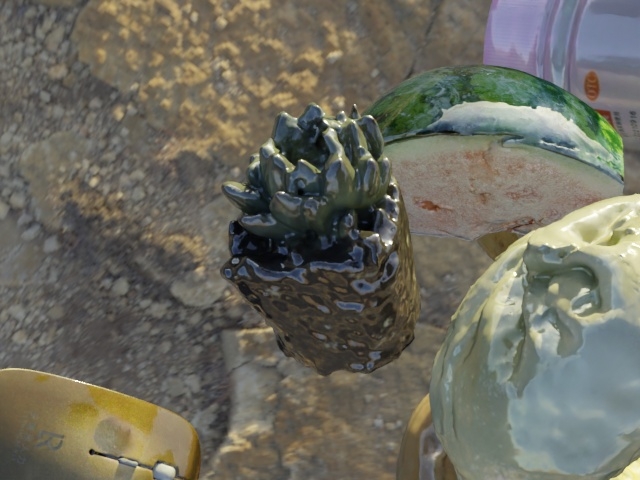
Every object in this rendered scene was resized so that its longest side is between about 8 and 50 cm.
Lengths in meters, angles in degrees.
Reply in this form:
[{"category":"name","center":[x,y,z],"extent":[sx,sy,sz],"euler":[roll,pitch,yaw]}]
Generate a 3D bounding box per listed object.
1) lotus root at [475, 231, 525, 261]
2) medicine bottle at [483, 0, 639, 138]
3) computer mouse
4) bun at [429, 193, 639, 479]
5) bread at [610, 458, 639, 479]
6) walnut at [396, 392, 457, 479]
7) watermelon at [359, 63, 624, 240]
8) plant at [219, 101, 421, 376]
[{"category":"lotus root","center":[0.254,-0.032,1.469],"extent":[0.125,0.118,0.221],"euler":[-18,50,-17]},{"category":"medicine bottle","center":[0.376,-0.224,1.393],"extent":[0.202,0.315,0.202],"euler":[-29,125,-52]},{"category":"computer mouse","center":[-0.181,0.165,0.895],"extent":[0.199,0.045,0.102],"euler":[21,69,-23]},{"category":"bun","center":[0.161,0.063,0.685],"extent":[0.229,0.229,0.145],"euler":[-29,72,-25]},{"category":"bread","center":[0.257,0.219,0.849],"extent":[0.260,0.147,0.160],"euler":[-16,56,-42]},{"category":"walnut","center":[0.278,0.330,1.476],"extent":[0.383,0.383,0.384],"euler":[5,75,-21]},{"category":"watermelon","center":[0.132,-0.079,1.122],"extent":[0.305,0.224,0.180],"euler":[4,100,8]},{"category":"plant","center":[0.000,0.000,0.858],"extent":[0.129,0.132,0.194],"euler":[-82,158,-52]}]
